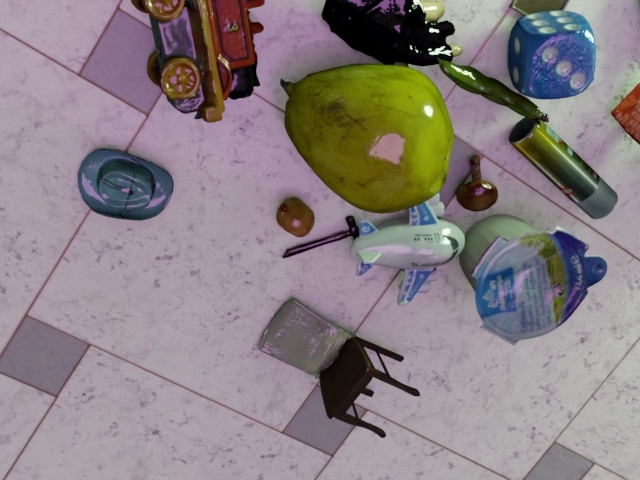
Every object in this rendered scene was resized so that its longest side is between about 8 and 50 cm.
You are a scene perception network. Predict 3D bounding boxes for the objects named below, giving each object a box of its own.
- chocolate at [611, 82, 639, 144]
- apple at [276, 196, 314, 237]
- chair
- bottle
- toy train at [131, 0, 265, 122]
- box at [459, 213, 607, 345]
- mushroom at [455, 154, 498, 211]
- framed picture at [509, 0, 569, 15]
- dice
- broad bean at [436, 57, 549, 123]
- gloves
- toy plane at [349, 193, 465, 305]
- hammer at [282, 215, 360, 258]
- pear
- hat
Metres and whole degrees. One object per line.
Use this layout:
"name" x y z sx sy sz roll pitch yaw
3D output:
"chocolate" 0.770 -0.263 1.757 0.108 0.237 0.235 7 130 -49
"apple" -0.051 -0.049 1.779 0.084 0.084 0.071 34 94 -22
"chair" 0.038 0.280 1.882 0.319 0.186 0.160 28 109 -23
"bottle" 0.529 -0.155 1.852 0.286 0.082 0.082 37 101 -23
"toy train" -0.214 -0.405 1.557 0.231 0.163 0.369 -15 115 -14
"box" 0.436 0.046 1.850 0.291 0.206 0.262 -18 116 -5
"mushroom" 0.333 -0.117 1.835 0.088 0.073 0.130 -3 114 22
"framed picture" 0.463 -0.513 1.726 0.109 0.011 0.149 23 106 -20
"dice" 0.459 -0.369 1.709 0.146 0.143 0.146 -8 122 -3
"broad bean" 0.342 -0.302 1.710 0.297 0.060 0.043 18 126 -30
"gloves" 0.144 -0.413 1.642 0.301 0.152 0.197 5 139 -29
"toy plane" 0.188 0.012 1.829 0.266 0.122 0.267 -8 115 -18
"hammer" 0.000 0.000 1.845 0.178 0.021 0.065 -18 115 -1
"pear" 0.082 -0.212 1.638 0.375 0.287 0.287 30 105 3
"hat" -0.384 -0.105 1.687 0.190 0.078 0.138 12 108 -16
